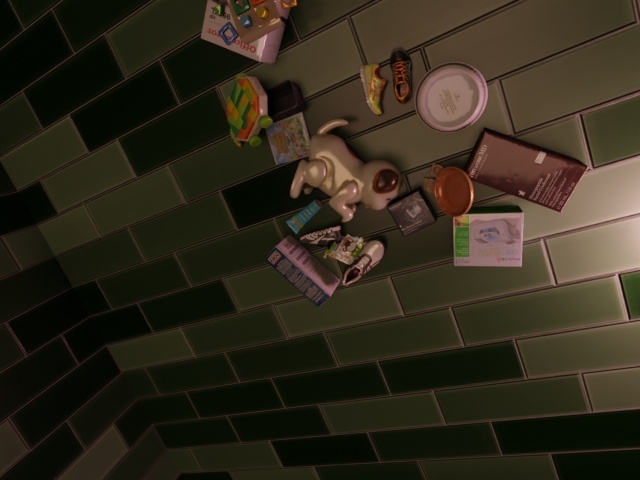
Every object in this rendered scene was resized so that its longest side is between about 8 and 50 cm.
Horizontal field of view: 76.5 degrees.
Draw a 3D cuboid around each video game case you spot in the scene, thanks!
[{"bbox_3d":[-0.144,-0.467,1.838,0.194,0.023,0.212,-10,106,22],"label":"video game case"}]

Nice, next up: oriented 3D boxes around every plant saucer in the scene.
[{"bbox_3d":[0.527,-0.192,1.594,0.200,0.037,0.199,40,137,53],"label":"plant saucer"}]

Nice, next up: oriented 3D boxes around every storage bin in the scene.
[{"bbox_3d":[-0.171,-0.596,1.750,0.180,0.084,0.121,-15,90,22],"label":"storage bin"}]

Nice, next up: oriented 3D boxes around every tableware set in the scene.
[{"bbox_3d":[0.505,-0.236,1.675,0.169,0.020,0.140,32,135,23],"label":"tableware set"}]

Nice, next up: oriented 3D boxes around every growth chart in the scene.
[{"bbox_3d":[0.146,0.051,1.941,0.238,0.021,0.171,21,114,9],"label":"growth chart"}]

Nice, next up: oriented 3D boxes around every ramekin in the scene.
[{"bbox_3d":[0.492,-0.539,1.541,0.273,0.127,0.272,6,112,16],"label":"ramekin"}]

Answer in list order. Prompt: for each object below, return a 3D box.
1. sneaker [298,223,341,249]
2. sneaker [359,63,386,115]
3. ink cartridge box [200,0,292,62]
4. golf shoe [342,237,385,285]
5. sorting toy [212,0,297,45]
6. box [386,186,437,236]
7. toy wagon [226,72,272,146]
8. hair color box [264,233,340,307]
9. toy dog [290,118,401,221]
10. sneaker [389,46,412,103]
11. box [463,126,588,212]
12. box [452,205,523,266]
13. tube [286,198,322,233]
[{"bbox_3d":[0.000,0.000,1.922,0.235,0.078,0.106,-15,93,28],"label":"sneaker"},{"bbox_3d":[0.223,-0.609,1.630,0.094,0.081,0.208,-12,105,20],"label":"sneaker"},{"bbox_3d":[-0.280,-0.952,1.618,0.286,0.166,0.394,25,116,8],"label":"ink cartridge box"},{"bbox_3d":[0.200,0.108,1.868,0.105,0.120,0.272,38,114,3],"label":"golf shoe"},{"bbox_3d":[-0.256,-0.871,1.522,0.348,0.047,0.195,-16,105,21],"label":"sorting toy"},{"bbox_3d":[0.395,-0.123,1.751,0.156,0.093,0.158,-28,98,25],"label":"box"},{"bbox_3d":[-0.333,-0.540,1.779,0.344,0.068,0.267,-47,66,46],"label":"toy wagon"},{"bbox_3d":[-0.082,0.143,1.965,0.347,0.174,0.105,43,118,0],"label":"hair color box"},{"bbox_3d":[0.137,-0.273,1.710,0.409,0.284,0.394,21,97,9],"label":"toy dog"},{"bbox_3d":[0.317,-0.643,1.585,0.084,0.083,0.214,-8,106,23],"label":"sneaker"},{"bbox_3d":[0.765,-0.274,1.547,0.382,0.143,0.190,23,116,11],"label":"box"},{"bbox_3d":[0.684,-0.018,1.679,0.263,0.127,0.230,0,108,18],"label":"box"},{"bbox_3d":[-0.076,-0.117,1.939,0.207,0.052,0.080,-40,87,32],"label":"tube"}]
